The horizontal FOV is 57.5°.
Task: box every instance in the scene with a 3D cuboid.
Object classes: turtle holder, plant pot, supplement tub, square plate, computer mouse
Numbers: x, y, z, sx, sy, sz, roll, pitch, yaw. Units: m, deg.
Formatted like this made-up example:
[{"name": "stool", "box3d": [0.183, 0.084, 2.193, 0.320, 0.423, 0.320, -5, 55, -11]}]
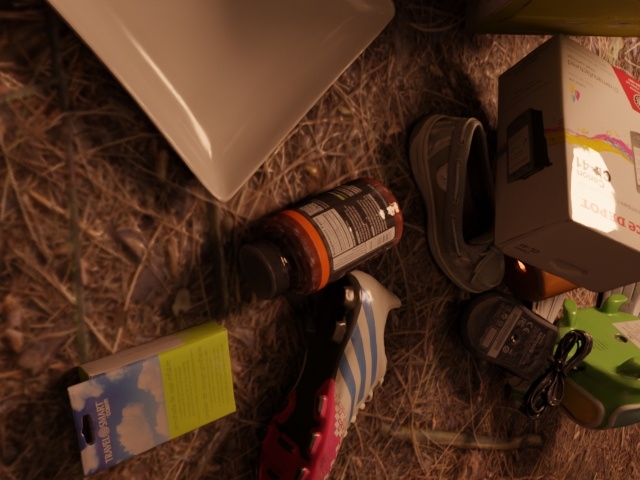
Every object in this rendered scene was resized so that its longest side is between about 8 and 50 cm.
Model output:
[{"name": "turtle holder", "box3d": [0.560, 0.271, 1.163, 0.320, 0.243, 0.227, -25, 133, -43]}, {"name": "plant pot", "box3d": [0.411, 0.009, 1.014, 0.188, 0.205, 0.205, -28, 118, -14]}, {"name": "supplement tub", "box3d": [0.000, 0.000, 0.711, 0.198, 0.106, 0.106, -26, 116, -32]}, {"name": "square plate", "box3d": [-0.099, -0.277, 0.598, 0.347, 0.049, 0.344, -51, 128, -19]}, {"name": "computer mouse", "box3d": [0.337, 0.180, 1.031, 0.272, 0.072, 0.188, 35, 89, -20]}]

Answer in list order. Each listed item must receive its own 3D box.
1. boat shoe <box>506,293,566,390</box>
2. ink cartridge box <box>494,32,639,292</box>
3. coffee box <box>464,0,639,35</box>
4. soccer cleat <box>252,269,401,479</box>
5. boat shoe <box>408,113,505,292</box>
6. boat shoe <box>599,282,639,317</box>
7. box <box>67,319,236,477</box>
[{"name": "boat shoe", "box3d": [0.386, 0.169, 1.108, 0.076, 0.083, 0.226, 19, 88, -14]}, {"name": "ink cartridge box", "box3d": [0.378, -0.108, 0.845, 0.226, 0.131, 0.306, 20, 62, -23]}, {"name": "coffee box", "box3d": [0.379, -0.431, 0.692, 0.338, 0.338, 0.334, 1, 102, 2]}, {"name": "soccer cleat", "box3d": [0.024, 0.205, 0.771, 0.143, 0.116, 0.331, 21, 86, -41]}, {"name": "boat shoe", "box3d": [0.230, -0.044, 0.895, 0.118, 0.103, 0.320, -38, 122, -28]}, {"name": "boat shoe", "box3d": [0.711, 0.113, 1.354, 0.094, 0.109, 0.302, 3, 108, -56]}, {"name": "box", "box3d": [-0.182, 0.167, 0.637, 0.178, 0.042, 0.109, -16, 109, -37]}]
